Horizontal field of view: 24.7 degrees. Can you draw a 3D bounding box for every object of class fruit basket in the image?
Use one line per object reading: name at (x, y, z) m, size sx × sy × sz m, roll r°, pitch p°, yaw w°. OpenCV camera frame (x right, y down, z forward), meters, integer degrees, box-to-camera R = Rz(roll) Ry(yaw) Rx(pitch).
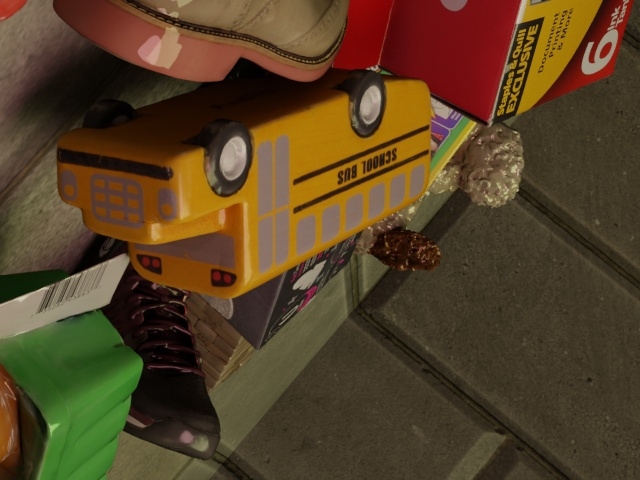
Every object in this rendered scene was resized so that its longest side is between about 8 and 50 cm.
fruit basket at (-0.311, 0.159, 1.027) m, size 0.353 × 0.165 × 0.327 m, roll -19°, pitch 147°, yaw -34°

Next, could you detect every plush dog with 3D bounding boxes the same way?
plush dog at (0.075, -0.086, 1.720) m, size 0.211 × 0.262 × 0.225 m, roll 14°, pitch 109°, yaw -43°

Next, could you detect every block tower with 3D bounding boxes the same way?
block tower at (-0.093, 0.052, 1.729) m, size 0.091 × 0.097 × 0.335 m, roll -41°, pitch 168°, yaw -43°

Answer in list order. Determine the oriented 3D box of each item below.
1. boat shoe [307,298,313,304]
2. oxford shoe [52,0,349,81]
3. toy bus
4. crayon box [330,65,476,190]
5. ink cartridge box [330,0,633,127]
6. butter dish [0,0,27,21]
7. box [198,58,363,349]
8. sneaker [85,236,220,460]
boat shoe at (0.000, 0.000, 1.967) m, size 0.258 × 0.095 × 0.084 m, roll -54°, pitch 166°, yaw 26°
oxford shoe at (-0.040, -0.185, 0.960) m, size 0.130 × 0.123 × 0.348 m, roll -62°, pitch 170°, yaw 18°
toy bus at (-0.042, -0.053, 1.046) m, size 0.333 × 0.108 × 0.130 m, roll -28°, pitch 124°, yaw -54°
crayon box at (0.103, -0.194, 1.428) m, size 0.278 × 0.165 × 0.081 m, roll -54°, pitch -150°, yaw 21°
ink cartridge box at (0.161, -0.265, 1.187) m, size 0.272 × 0.130 × 0.309 m, roll -25°, pitch 137°, yaw -44°
butter dish at (-0.161, -0.131, 0.573) m, size 0.160 × 0.118 × 0.160 m, roll -40°, pitch 167°, yaw -50°
box at (-0.055, -0.035, 1.337) m, size 0.142 × 0.163 × 0.247 m, roll -43°, pitch 170°, yaw -25°
sneaker at (-0.142, 0.060, 1.223) m, size 0.106 × 0.281 × 0.162 m, roll 24°, pitch 95°, yaw -36°
